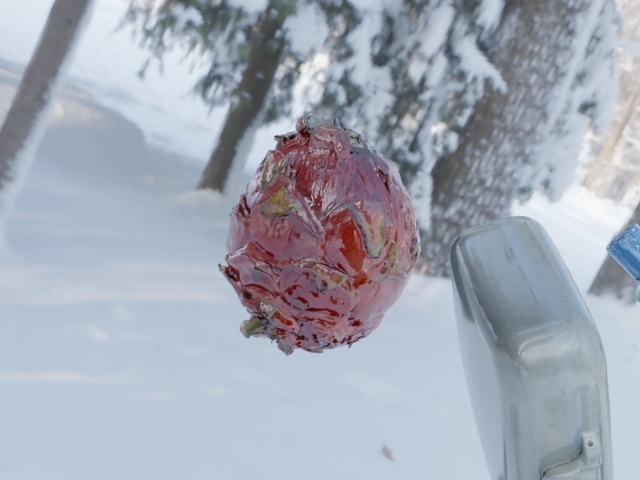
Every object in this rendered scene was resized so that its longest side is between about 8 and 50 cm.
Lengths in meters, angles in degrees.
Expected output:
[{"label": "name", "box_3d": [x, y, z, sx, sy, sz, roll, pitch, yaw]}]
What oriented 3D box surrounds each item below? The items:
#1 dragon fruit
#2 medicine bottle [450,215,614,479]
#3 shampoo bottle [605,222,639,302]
[{"label": "dragon fruit", "box_3d": [0.000, 0.000, 1.511, 0.277, 0.343, 0.277, 26, 8, -4]}, {"label": "medicine bottle", "box_3d": [0.227, 0.173, 1.138, 0.122, 0.375, 0.282, -14, 38, -1]}, {"label": "shampoo bottle", "box_3d": [0.470, 0.085, 1.352, 0.258, 0.061, 0.104, 47, 48, 4]}]
